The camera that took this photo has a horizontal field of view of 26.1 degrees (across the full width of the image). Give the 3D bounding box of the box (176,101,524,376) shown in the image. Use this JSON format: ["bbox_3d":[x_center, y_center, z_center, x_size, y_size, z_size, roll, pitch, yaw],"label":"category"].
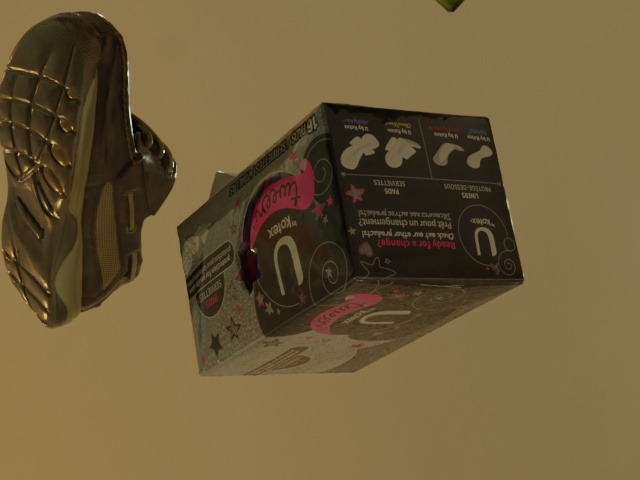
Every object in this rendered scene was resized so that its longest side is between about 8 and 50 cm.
[{"bbox_3d":[0.014,0.011,1.085,0.247,0.163,0.142,-36,-121,51],"label":"box"}]

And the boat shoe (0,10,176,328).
[{"bbox_3d":[-0.208,-0.070,1.242,0.132,0.130,0.355,51,-35,25],"label":"boat shoe"}]

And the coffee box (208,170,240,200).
[{"bbox_3d":[0.000,0.000,1.621,0.246,0.141,0.098,19,-81,25],"label":"coffee box"}]

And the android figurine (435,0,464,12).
[{"bbox_3d":[0.031,-0.312,1.155,0.056,0.273,0.248,-42,-165,46],"label":"android figurine"}]
